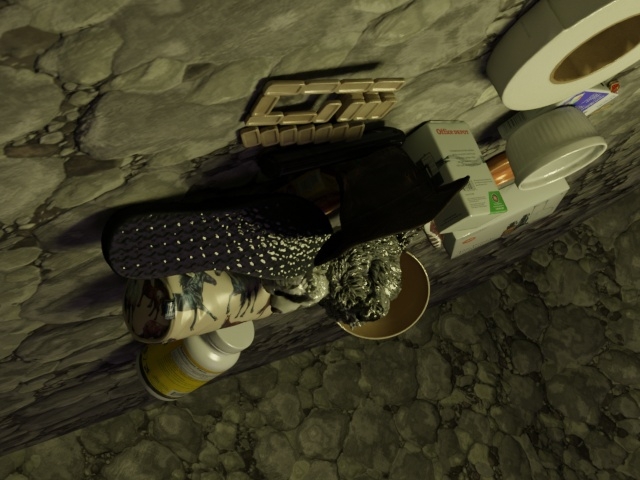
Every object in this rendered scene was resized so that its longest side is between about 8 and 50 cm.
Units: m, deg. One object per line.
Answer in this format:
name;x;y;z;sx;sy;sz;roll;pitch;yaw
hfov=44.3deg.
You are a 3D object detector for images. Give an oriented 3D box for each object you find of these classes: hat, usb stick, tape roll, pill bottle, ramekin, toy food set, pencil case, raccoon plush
hat;0.102;-0.087;1.380;0.331;0.134;0.331;-25;-172;4
usb stick;0.023;-0.156;1.375;0.278;0.045;0.077;-16;-168;-29
tape roll;0.477;-0.360;1.366;0.392;0.072;0.392;-23;167;-6
pill bottle;-0.340;0.296;2.149;0.334;0.188;0.188;-34;163;33
ramekin;0.504;-0.204;1.719;0.207;0.109;0.207;-21;165;-6
toy food set;0.670;-0.345;1.852;0.078;0.019;0.122;-23;158;-6
pencil case;-0.218;0.105;1.713;0.410;0.160;0.183;-10;134;-46
raccoon plush;0.034;-0.022;1.718;0.216;0.446;0.299;-1;148;48

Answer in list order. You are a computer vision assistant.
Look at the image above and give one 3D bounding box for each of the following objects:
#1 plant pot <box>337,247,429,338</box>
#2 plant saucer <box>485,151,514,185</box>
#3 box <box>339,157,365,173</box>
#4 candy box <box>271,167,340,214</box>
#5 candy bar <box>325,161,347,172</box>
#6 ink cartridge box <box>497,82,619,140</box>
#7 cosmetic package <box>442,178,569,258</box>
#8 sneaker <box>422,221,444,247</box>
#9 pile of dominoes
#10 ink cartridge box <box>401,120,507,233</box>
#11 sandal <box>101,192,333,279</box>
plant pot;0.149;0.110;2.219;0.284;0.284;0.191;-26;-159;5
plant saucer;0.478;-0.191;2.051;0.200;0.037;0.200;-22;165;-6
box;0.070;-0.123;1.607;0.105;0.043;0.179;-13;160;-43
candy box;-0.037;-0.074;1.535;0.187;0.053;0.109;-30;156;29
candy bar;0.026;-0.144;1.507;0.040;0.018;0.161;-11;161;-38
ink cartridge box;0.533;-0.290;1.760;0.208;0.045;0.206;-5;157;-48
cosmetic package;0.569;-0.084;2.479;0.377;0.097;0.284;-25;163;0
sneaker;0.351;-0.069;2.152;0.162;0.106;0.281;-30;165;8
pile of dominoes;-0.005;-0.210;1.225;0.251;0.040;0.196;-7;162;-28
ink cartridge box;0.266;-0.129;1.577;0.153;0.208;0.087;-8;161;-47
sandal;-0.174;-0.022;1.417;0.446;0.107;0.167;1;116;-32
